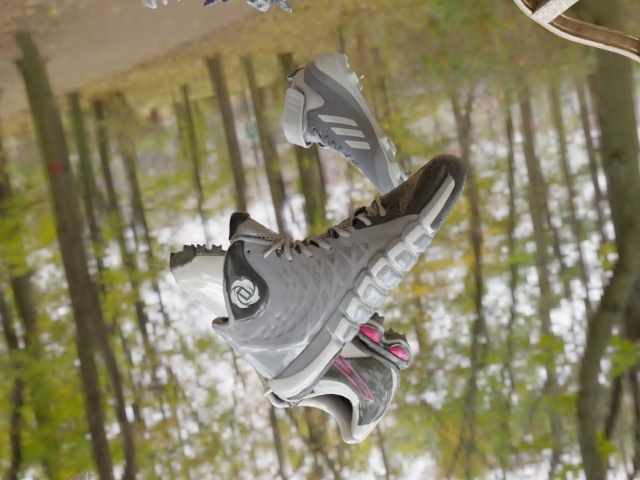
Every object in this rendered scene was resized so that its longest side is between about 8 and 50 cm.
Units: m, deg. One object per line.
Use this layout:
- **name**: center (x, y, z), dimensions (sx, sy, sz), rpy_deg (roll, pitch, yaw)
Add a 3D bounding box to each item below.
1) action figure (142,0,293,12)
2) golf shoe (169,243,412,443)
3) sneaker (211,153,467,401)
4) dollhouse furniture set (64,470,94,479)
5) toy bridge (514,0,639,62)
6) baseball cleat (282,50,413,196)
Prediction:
- **action figure**: center (-0.106, -0.278, 1.199), dimensions (0.164, 0.276, 0.141), rpy_deg (-24, -140, 36)
- **golf shoe**: center (-0.036, 0.096, 1.307), dimensions (0.273, 0.120, 0.105), rpy_deg (29, 154, -15)
- **sneaker**: center (0.000, 0.000, 0.998), dimensions (0.228, 0.132, 0.086), rpy_deg (-52, 179, 2)
- **dollhouse furniture set**: center (-0.196, 0.186, 0.840), dimensions (0.114, 0.091, 0.081), rpy_deg (-29, -144, 29)
- **toy bridge**: center (0.185, -0.189, 1.010), dimensions (0.188, 0.026, 0.063), rpy_deg (31, 150, -15)
- **baseball cleat**: center (0.024, -0.111, 1.471), dimensions (0.109, 0.205, 0.072), rpy_deg (-28, 154, 8)
